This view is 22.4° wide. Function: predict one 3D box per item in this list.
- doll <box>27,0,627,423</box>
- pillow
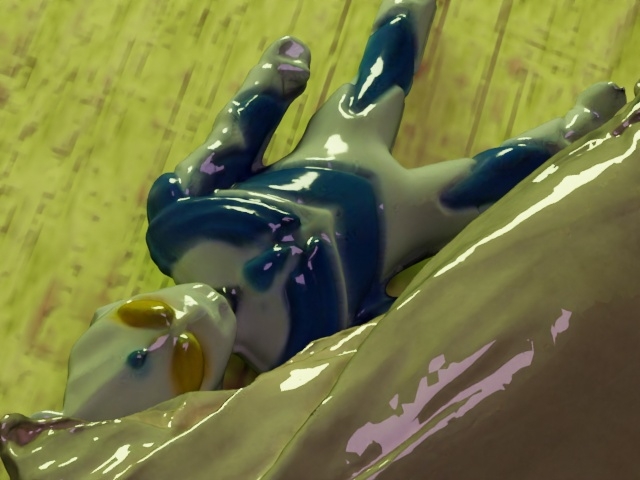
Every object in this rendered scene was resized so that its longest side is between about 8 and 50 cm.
[{"bbox_3d":[0.000,0.000,0.499,0.114,0.057,0.227,46,65,2],"label":"doll"},{"bbox_3d":[0.037,0.075,0.456,0.270,0.067,0.173,-27,102,-23],"label":"pillow"}]
